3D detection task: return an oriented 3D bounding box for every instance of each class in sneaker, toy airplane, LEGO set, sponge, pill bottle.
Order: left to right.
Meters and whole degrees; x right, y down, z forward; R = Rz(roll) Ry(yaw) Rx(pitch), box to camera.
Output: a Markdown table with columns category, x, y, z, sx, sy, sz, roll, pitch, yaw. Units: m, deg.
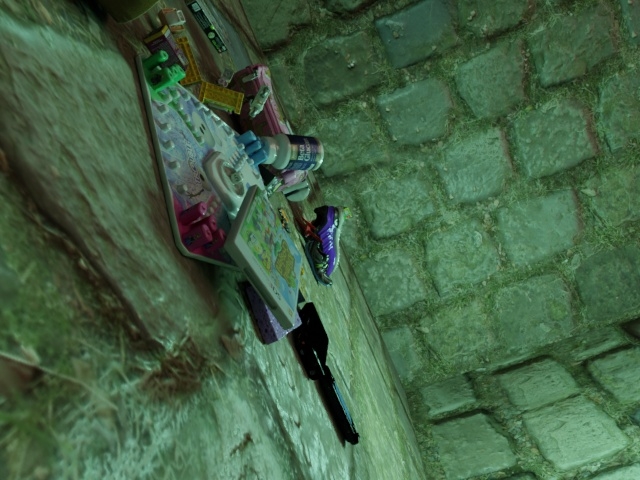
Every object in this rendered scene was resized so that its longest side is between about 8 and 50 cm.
| category | x | y | z | sx | sy | sz | roll | pitch | yaw |
| --- | --- | --- | --- | --- | --- | --- | --- | --- | --- |
| LEGO set | -0.262 | -0.377 | 0.944 | 0.287 | 0.132 | 0.107 | 36 | -3 | -19 |
| sponge | -0.095 | 0.145 | 0.883 | 0.210 | 0.031 | 0.117 | 18 | 51 | -81 |
| sneaker | -0.142 | -0.320 | 1.584 | 0.182 | 0.127 | 0.315 | -108 | 179 | -53 |
| pill bottle | -0.083 | -0.238 | 1.109 | 0.169 | 0.094 | 0.094 | -5 | 68 | -38 |
| toy airplane | -0.045 | -0.044 | 1.547 | 0.151 | 0.028 | 0.151 | 35 | -29 | 22 |
| sneaker | 0.000 | 0.000 | 1.657 | 0.102 | 0.146 | 0.293 | -162 | -102 | -65 |
| sneaker | 0.004 | 0.087 | 1.548 | 0.067 | 0.078 | 0.188 | -37 | 104 | -80 |

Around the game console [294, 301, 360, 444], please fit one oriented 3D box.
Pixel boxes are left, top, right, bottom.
| category | x | y | z | sx | sy | sz | roll | pitch | yaw |
| --- | --- | --- | --- | --- | --- | --- | --- | --- | --- |
| game console | 0.021 | 0.349 | 1.076 | 0.213 | 0.044 | 0.361 | -67 | 135 | -79 |

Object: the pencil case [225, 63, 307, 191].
| category | x | y | z | sx | sy | sz | roll | pitch | yaw |
| --- | --- | --- | --- | --- | --- | --- | --- | --- | --- |
| pencil case | -0.167 | -0.336 | 1.257 | 0.386 | 0.160 | 0.167 | 70 | 18 | 6 |

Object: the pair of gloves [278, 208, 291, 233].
| category | x | y | z | sx | sy | sz | roll | pitch | yaw |
| --- | --- | --- | --- | --- | --- | --- | --- | --- | --- |
| pair of gloves | -0.118 | -0.066 | 1.386 | 0.074 | 0.010 | 0.083 | 58 | 14 | -54 |

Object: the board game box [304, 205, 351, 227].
| category | x | y | z | sx | sy | sz | roll | pitch | yaw |
| --- | --- | --- | --- | --- | --- | --- | --- | --- | --- |
| board game box | 0.031 | -0.086 | 1.755 | 0.043 | 0.181 | 0.092 | 66 | -16 | -17 |

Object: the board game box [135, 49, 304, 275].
| category | x | y | z | sx | sy | sz | roll | pitch | yaw |
| --- | --- | --- | --- | --- | --- | --- | --- | --- | --- |
| board game box | -0.176 | -0.122 | 0.824 | 0.390 | 0.050 | 0.390 | 32 | 37 | -66 |

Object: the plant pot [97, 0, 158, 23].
| category | x | y | z | sx | sy | sz | roll | pitch | yaw |
| --- | --- | --- | --- | --- | --- | --- | --- | --- | --- |
| plant pot | -0.307 | -0.480 | 0.544 | 0.254 | 0.237 | 0.237 | 37 | 29 | -49 |

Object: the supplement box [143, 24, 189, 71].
| category | x | y | z | sx | sy | sz | roll | pitch | yaw |
| --- | --- | --- | --- | --- | --- | --- | --- | --- | --- |
| supplement box | -0.307 | -0.378 | 0.826 | 0.055 | 0.043 | 0.083 | -103 | 167 | -51 |

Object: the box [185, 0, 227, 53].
| category | x | y | z | sx | sy | sz | roll | pitch | yaw |
| --- | --- | --- | --- | --- | --- | --- | --- | --- | --- |
| box | -0.377 | -0.731 | 1.353 | 0.207 | 0.036 | 0.114 | 50 | 19 | -66 |

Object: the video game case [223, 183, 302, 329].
| category | x | y | z | sx | sy | sz | roll | pitch | yaw |
| --- | --- | --- | --- | --- | --- | --- | --- | --- | --- |
| video game case | -0.091 | 0.022 | 0.747 | 0.193 | 0.023 | 0.212 | 60 | 17 | -27 |

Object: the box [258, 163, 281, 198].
| category | x | y | z | sx | sy | sz | roll | pitch | yaw |
| --- | --- | --- | --- | --- | --- | --- | --- | --- | --- |
| box | -0.156 | -0.158 | 1.080 | 0.083 | 0.062 | 0.052 | 40 | -3 | 23 |

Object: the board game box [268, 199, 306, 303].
| category | x | y | z | sx | sy | sz | roll | pitch | yaw |
| --- | --- | --- | --- | --- | --- | --- | --- | --- | --- |
| board game box | -0.106 | 0.029 | 1.084 | 0.165 | 0.042 | 0.243 | -97 | 163 | -64 |
